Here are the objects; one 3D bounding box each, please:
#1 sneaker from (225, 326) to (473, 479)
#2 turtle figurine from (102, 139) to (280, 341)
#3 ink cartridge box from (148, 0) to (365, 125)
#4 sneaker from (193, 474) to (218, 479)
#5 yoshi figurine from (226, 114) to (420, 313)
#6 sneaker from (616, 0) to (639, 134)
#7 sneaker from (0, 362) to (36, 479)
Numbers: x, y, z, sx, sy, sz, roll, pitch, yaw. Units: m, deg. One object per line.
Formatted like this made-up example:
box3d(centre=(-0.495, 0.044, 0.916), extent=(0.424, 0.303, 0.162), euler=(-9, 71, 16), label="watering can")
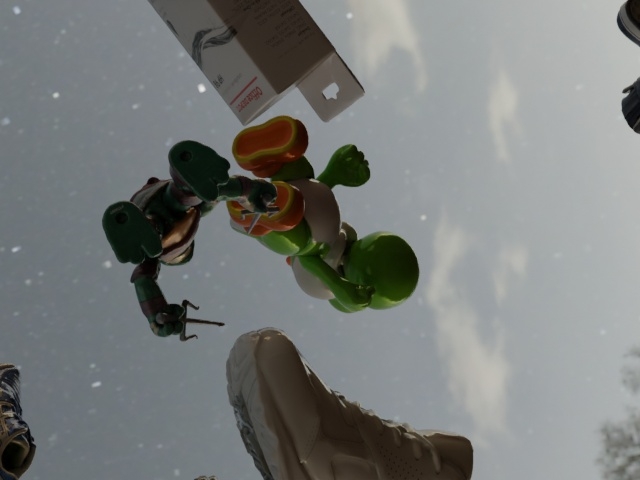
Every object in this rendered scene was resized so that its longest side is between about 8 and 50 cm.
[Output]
box3d(centre=(0.029, 0.131, 0.679), extent=(0.232, 0.115, 0.090), euler=(62, 170, -26), label="sneaker")
box3d(centre=(-0.124, -0.004, 1.019), extent=(0.175, 0.118, 0.234), euler=(-63, -8, -13), label="turtle figurine")
box3d(centre=(-0.056, -0.154, 0.857), extent=(0.060, 0.104, 0.180), euler=(-39, -85, -18), label="ink cartridge box")
box3d(centre=(-0.095, 0.229, 0.897), extent=(0.071, 0.066, 0.188), euler=(59, 171, 10), label="sneaker")
box3d(centre=(0.026, -0.010, 1.559), extent=(0.203, 0.203, 0.362), euler=(45, 176, 38), label="yoshi figurine")
box3d(centre=(0.409, -0.207, 1.418), extent=(0.226, 0.163, 0.086), euler=(17, -125, -30), label="sneaker")
box3d(centre=(-0.348, 0.216, 1.255), extent=(0.211, 0.081, 0.080), euler=(-93, -9, -51), label="sneaker")
